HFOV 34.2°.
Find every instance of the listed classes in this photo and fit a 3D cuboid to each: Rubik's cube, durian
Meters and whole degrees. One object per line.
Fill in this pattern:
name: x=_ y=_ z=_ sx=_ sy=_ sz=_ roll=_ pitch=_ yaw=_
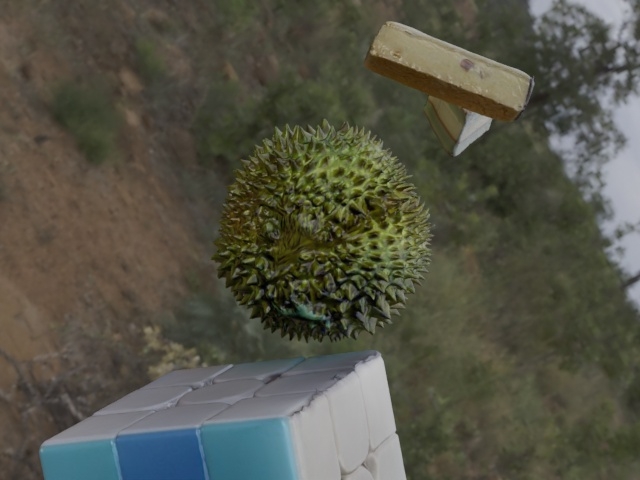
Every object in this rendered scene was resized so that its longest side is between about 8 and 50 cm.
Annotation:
Rubik's cube: x=-0.081 y=0.300 z=1.123 sx=0.291 sy=0.290 sz=0.291 roll=-19 pitch=99 yaw=-67
durian: x=-0.002 y=0.003 z=1.246 sx=0.291 sy=0.291 sz=0.224 roll=53 pitch=39 yaw=-37

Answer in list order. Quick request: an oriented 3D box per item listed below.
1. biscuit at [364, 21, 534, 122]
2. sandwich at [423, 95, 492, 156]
biscuit: x=0.146 y=-0.192 z=1.176 sx=0.052 sy=0.188 sz=0.056 roll=114 pitch=-3 yaw=-74
sandwich: x=0.232 y=-0.180 z=1.546 sx=0.113 sy=0.079 sz=0.163 roll=11 pitch=28 yaw=-16
